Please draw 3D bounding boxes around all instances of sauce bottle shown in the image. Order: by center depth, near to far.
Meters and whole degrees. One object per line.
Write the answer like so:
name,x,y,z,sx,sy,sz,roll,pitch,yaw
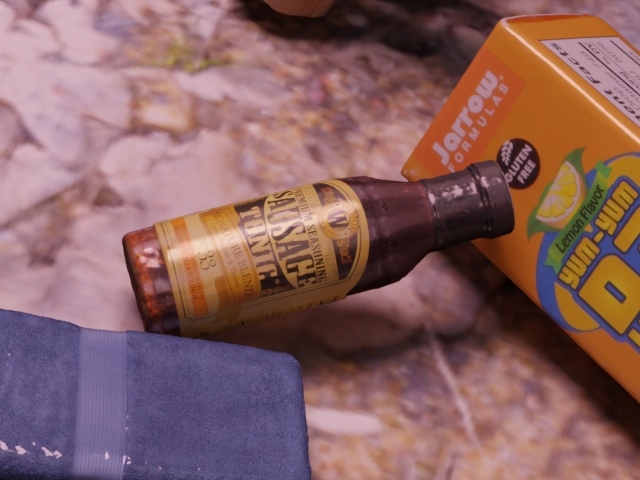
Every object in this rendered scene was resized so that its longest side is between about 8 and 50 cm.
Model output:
sauce bottle,0.000,0.000,0.620,0.128,0.042,0.042,-17,52,-8

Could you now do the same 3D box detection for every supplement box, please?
supplement box,0.138,0.020,0.635,0.233,0.078,0.080,45,30,25

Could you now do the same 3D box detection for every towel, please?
towel,-0.064,0.056,0.576,0.119,0.029,0.067,8,45,-11

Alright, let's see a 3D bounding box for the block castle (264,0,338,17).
block castle,0.039,-0.325,0.813,0.303,0.213,0.453,40,45,3
